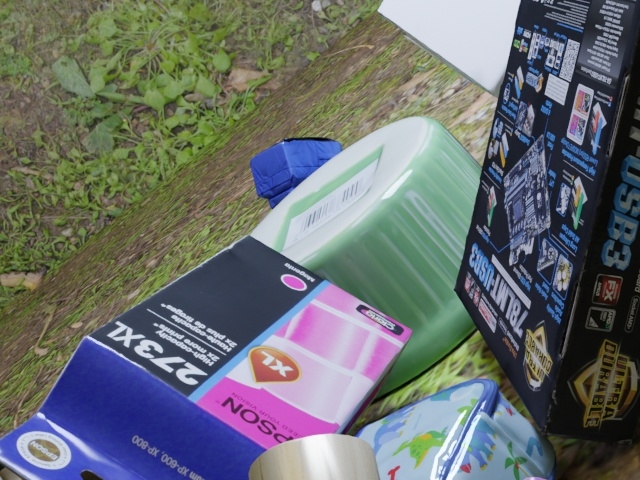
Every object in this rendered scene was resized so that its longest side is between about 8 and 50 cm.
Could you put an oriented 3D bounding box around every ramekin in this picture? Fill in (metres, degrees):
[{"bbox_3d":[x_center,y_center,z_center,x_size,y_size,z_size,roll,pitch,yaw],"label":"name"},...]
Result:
[{"bbox_3d":[0.050,0.012,1.120,0.303,0.148,0.303,-36,16,12],"label":"ramekin"}]

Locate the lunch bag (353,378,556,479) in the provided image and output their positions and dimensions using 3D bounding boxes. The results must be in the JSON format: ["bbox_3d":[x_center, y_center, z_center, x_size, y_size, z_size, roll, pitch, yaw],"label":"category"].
[{"bbox_3d":[0.047,0.200,0.723,0.176,0.090,0.219,-34,14,45],"label":"lunch bag"}]

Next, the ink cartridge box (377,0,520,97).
[{"bbox_3d":[0.238,-0.273,1.116,0.197,0.198,0.270,45,110,42],"label":"ink cartridge box"}]

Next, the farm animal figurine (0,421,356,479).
[{"bbox_3d":[-0.121,0.226,0.860,0.330,0.172,0.327,-42,-23,0],"label":"farm animal figurine"}]

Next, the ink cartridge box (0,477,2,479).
[{"bbox_3d":[-0.326,0.276,1.398,0.127,0.072,0.175,-27,20,40],"label":"ink cartridge box"}]

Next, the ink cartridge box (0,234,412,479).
[{"bbox_3d":[-0.063,0.105,0.823,0.069,0.176,0.371,-64,-10,24],"label":"ink cartridge box"}]

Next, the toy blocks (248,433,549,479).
[{"bbox_3d":[0.051,0.261,0.410,0.288,0.309,0.260,-43,44,35],"label":"toy blocks"}]

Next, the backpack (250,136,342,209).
[{"bbox_3d":[-0.024,-0.092,1.572,0.120,0.101,0.098,-10,-3,-41],"label":"backpack"}]

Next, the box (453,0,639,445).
[{"bbox_3d":[0.184,-0.048,0.811,0.295,0.073,0.293,-104,22,-74],"label":"box"}]
